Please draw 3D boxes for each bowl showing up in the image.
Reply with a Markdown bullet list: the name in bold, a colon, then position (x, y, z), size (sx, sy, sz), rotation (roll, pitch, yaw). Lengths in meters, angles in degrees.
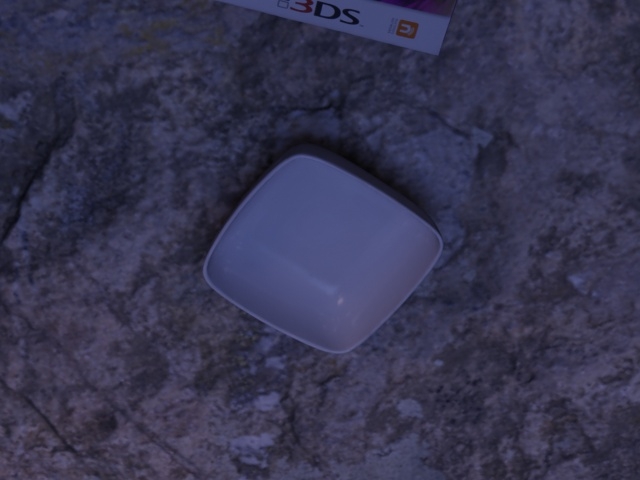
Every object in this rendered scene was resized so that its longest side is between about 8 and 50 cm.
- **bowl**: position (0.000, 0.000, 1.052), size (0.142, 0.053, 0.142), rotation (30, 119, -19)

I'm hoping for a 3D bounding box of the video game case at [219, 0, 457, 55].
- **video game case**: position (0.001, -0.232, 0.872), size (0.210, 0.041, 0.232), rotation (14, 135, -4)
